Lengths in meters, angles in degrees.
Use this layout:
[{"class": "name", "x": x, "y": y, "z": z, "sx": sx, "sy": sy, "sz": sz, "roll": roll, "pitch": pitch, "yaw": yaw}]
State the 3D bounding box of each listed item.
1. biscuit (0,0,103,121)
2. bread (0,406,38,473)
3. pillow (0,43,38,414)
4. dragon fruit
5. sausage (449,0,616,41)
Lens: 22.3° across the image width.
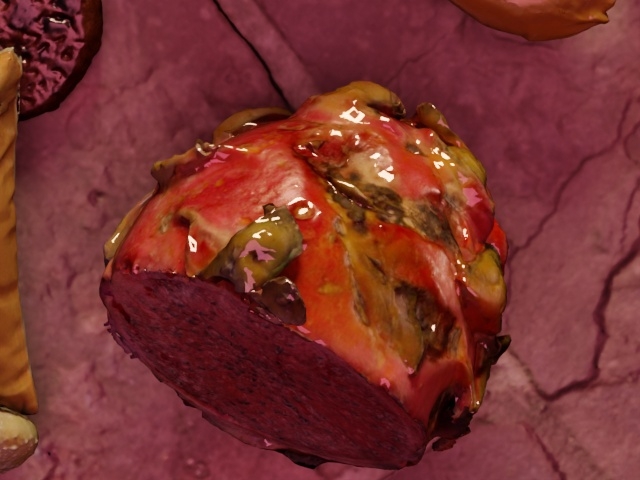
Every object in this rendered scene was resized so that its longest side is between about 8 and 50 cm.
[{"class": "biscuit", "x": -0.263, "y": -0.183, "z": 1.284, "sx": 0.192, "sy": 0.049, "sz": 0.192, "roll": 0, "pitch": 110, "yaw": 1}, {"class": "bread", "x": -0.374, "y": 0.142, "z": 1.284, "sx": 0.287, "sy": 0.207, "sz": 0.056, "roll": 1, "pitch": 67, "yaw": 2}, {"class": "pillow", "x": -0.378, "y": -0.009, "z": 1.277, "sx": 0.310, "sy": 0.119, "sz": 0.312, "roll": 2, "pitch": 112, "yaw": -4}, {"class": "dragon fruit", "x": 0.000, "y": 0.000, "z": 1.238, "sx": 0.296, "sy": 0.314, "sz": 0.263, "roll": 39, "pitch": 64, "yaw": -26}, {"class": "sausage", "x": 0.083, "y": -0.281, "z": 1.236, "sx": 0.354, "sy": 0.116, "sz": 0.134, "roll": 42, "pitch": 91, "yaw": -12}]
